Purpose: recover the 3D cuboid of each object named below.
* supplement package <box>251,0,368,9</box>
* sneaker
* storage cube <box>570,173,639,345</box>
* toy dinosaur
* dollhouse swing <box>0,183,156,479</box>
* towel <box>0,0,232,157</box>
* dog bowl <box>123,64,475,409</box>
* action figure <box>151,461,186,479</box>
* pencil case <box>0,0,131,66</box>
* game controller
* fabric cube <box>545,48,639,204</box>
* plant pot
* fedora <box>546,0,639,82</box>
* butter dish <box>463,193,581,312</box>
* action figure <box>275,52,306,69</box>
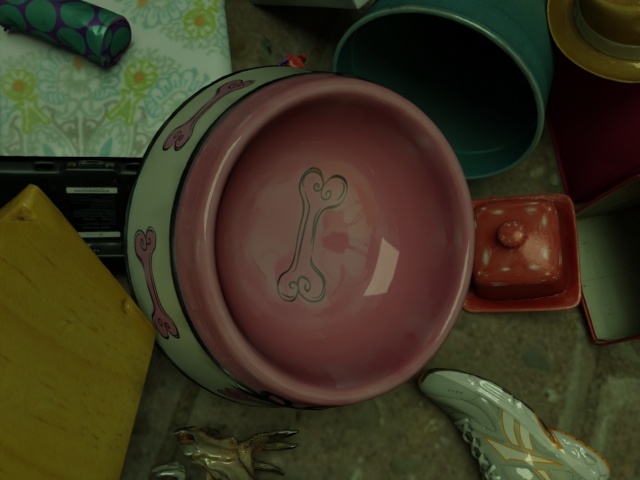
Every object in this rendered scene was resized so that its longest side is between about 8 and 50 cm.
[{"bbox_3d":[-0.020,-0.424,0.897,0.145,0.261,0.204,-43,126,-15],"label":"supplement package"},{"bbox_3d":[0.222,0.258,0.866,0.262,0.099,0.121,33,77,3],"label":"sneaker"},{"bbox_3d":[0.458,0.018,0.906,0.193,0.215,0.184,-9,76,-17],"label":"storage cube"},{"bbox_3d":[-0.035,0.326,0.792,0.127,0.200,0.296,-28,110,-11],"label":"toy dinosaur"},{"bbox_3d":[-0.346,0.190,0.606,0.304,0.315,0.347,-10,46,16],"label":"dollhouse swing"},{"bbox_3d":[-0.272,-0.211,0.917,0.320,0.090,0.375,-6,78,-5],"label":"towel"},{"bbox_3d":[0.000,0.000,0.788,0.407,0.150,0.408,-1,93,-29],"label":"dog bowl"},{"bbox_3d":[-0.192,0.331,0.751,0.275,0.164,0.141,11,107,3],"label":"action figure"},{"bbox_3d":[-0.310,-0.260,0.847,0.151,0.070,0.064,22,44,3],"label":"pencil case"},{"bbox_3d":[-0.264,-0.028,0.832,0.319,0.167,0.067,-1,37,-13],"label":"game controller"},{"bbox_3d":[0.479,-0.213,0.946,0.258,0.258,0.254,-7,75,-10],"label":"fabric cube"},{"bbox_3d":[0.191,-0.263,0.927,0.271,0.272,0.255,29,61,1],"label":"plant pot"},{"bbox_3d":[0.350,-0.269,0.775,0.194,0.079,0.195,-3,79,16],"label":"fedora"},{"bbox_3d":[0.250,0.005,0.908,0.159,0.118,0.160,-3,74,17],"label":"butter dish"},{"bbox_3d":[-0.057,-0.227,0.992,0.038,0.030,0.115,42,68,-1],"label":"action figure"}]
